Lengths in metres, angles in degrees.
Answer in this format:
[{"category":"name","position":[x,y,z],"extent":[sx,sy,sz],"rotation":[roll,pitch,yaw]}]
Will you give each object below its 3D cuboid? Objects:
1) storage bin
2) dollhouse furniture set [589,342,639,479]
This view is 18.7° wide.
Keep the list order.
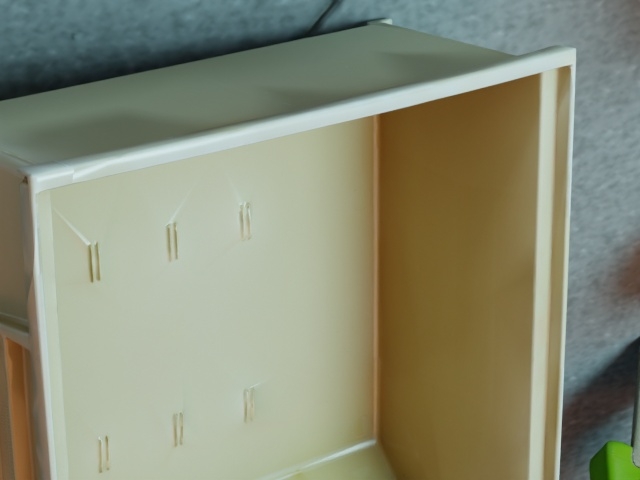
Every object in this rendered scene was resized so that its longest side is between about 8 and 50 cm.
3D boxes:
[{"category":"storage bin","position":[-0.031,0.055,0.821],"extent":[0.262,0.123,0.260],"rotation":[-16,115,-36]},{"category":"dollhouse furniture set","position":[0.229,0.180,1.245],"extent":[0.198,0.151,0.301],"rotation":[14,152,-5]}]
